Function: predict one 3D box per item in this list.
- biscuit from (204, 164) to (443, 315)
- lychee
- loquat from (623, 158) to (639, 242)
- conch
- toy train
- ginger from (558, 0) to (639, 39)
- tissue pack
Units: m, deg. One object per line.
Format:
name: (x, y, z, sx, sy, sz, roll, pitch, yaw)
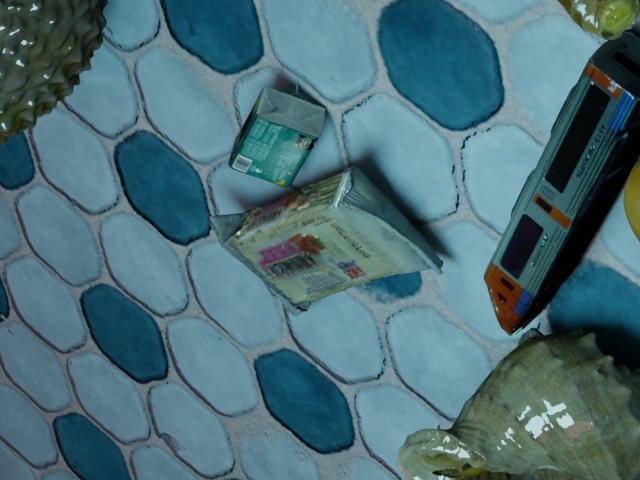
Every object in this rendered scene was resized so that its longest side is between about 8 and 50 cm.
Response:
biscuit: (0.003, 0.003, 2.310, 0.186, 0.079, 0.309, 46, 143, -21)
lychee: (-0.459, -0.283, 2.337, 0.380, 0.432, 0.380, 28, 174, 3)
loquat: (0.371, -0.037, 1.875, 0.141, 0.141, 0.141, 27, 136, 29)
conch: (0.258, 0.216, 2.149, 0.324, 0.186, 0.263, -2, 135, 17)
toy train: (0.261, -0.052, 2.011, 0.089, 0.086, 0.409, 41, 141, 16)
ginger: (0.229, -0.288, 1.855, 0.205, 0.081, 0.115, 36, 151, 19)
tissue pack: (-0.051, -0.132, 2.281, 0.085, 0.079, 0.111, 19, 142, -10)
